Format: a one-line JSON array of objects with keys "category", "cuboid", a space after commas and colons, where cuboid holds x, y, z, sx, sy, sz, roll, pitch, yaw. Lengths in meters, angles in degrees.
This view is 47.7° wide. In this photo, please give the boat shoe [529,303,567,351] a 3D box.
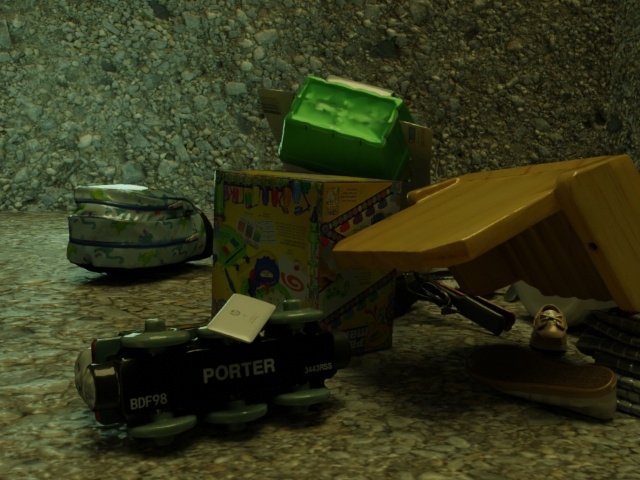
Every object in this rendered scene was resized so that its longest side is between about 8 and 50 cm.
[{"category": "boat shoe", "cuboid": [0.396, 0.149, 1.256, 0.063, 0.059, 0.170, 4, 8, 13]}]

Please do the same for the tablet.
[{"category": "tablet", "cuboid": [-0.088, 0.086, 0.816, 0.054, 0.006, 0.083, 16, 27, 10]}]

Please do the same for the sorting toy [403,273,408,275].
[{"category": "sorting toy", "cuboid": [0.142, 0.105, 1.566, 0.083, 0.045, 0.075, -2, 23, 31]}]

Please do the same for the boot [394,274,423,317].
[{"category": "boot", "cuboid": [0.087, 0.099, 1.480, 0.208, 0.076, 0.189, 9, 11, 31]}]

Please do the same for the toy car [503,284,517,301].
[{"category": "toy car", "cuboid": [0.477, 0.086, 1.622, 0.188, 0.149, 0.155, -29, 10, -8]}]

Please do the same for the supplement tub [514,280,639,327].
[{"category": "supplement tub", "cuboid": [0.565, 0.055, 1.432, 0.338, 0.207, 0.207, -3, 10, -31]}]

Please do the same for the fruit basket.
[{"category": "fruit basket", "cuboid": [0.063, -0.163, 1.396, 0.327, 0.165, 0.353, 18, -16, 16]}]

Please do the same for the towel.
[{"category": "towel", "cuboid": [0.514, 0.164, 0.976, 0.235, 0.121, 0.283, -5, 11, -43]}]

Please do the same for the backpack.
[{"category": "backpack", "cuboid": [-0.448, -0.026, 1.722, 0.290, 0.273, 0.355, 12, 23, 18]}]

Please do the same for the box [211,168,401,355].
[{"category": "box", "cuboid": [-0.034, 0.027, 1.226, 0.177, 0.279, 0.290, -4, 11, -42]}]

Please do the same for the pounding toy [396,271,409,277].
[{"category": "pounding toy", "cuboid": [0.075, 0.001, 1.418, 0.155, 0.154, 0.269, 1, 8, 26]}]

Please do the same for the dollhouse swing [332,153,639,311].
[{"category": "dollhouse swing", "cuboid": [0.251, 0.047, 1.033, 0.305, 0.315, 0.347, -42, 19, -23]}]

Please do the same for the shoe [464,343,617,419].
[{"category": "shoe", "cuboid": [0.292, 0.193, 0.978, 0.219, 0.058, 0.076, 5, 39, 47]}]

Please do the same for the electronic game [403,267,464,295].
[{"category": "electronic game", "cuboid": [0.286, 0.093, 1.643, 0.229, 0.048, 0.229, -5, 7, 1]}]

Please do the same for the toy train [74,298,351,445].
[{"category": "toy train", "cuboid": [-0.131, 0.153, 0.890, 0.334, 0.142, 0.190, -5, -1, -31]}]

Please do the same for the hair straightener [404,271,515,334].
[{"category": "hair straightener", "cuboid": [0.244, 0.106, 1.346, 0.230, 0.047, 0.089, 33, 25, 31]}]
